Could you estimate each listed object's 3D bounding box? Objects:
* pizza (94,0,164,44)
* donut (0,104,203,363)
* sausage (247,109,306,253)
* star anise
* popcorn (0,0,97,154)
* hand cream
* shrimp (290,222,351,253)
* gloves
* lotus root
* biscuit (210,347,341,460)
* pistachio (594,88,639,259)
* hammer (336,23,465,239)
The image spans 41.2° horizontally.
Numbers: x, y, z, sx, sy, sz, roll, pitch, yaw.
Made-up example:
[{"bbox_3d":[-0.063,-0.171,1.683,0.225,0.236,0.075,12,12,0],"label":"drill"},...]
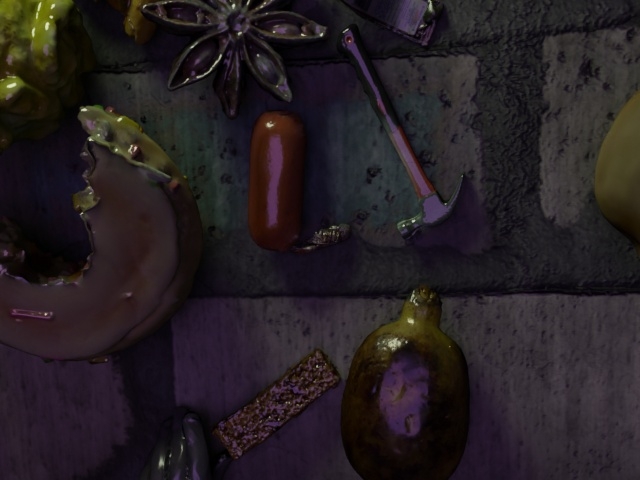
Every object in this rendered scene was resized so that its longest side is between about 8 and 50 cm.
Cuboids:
[{"bbox_3d":[-0.261,-0.437,1.104,0.258,0.087,0.268,39,116,-1],"label":"pizza"},{"bbox_3d":[-0.322,0.007,1.139,0.371,0.150,0.307,-31,112,13],"label":"donut"},{"bbox_3d":[-0.060,-0.080,1.149,0.077,0.077,0.194,5,96,10],"label":"sausage"},{"bbox_3d":[-0.116,-0.280,1.115,0.223,0.109,0.236,29,89,-17],"label":"star anise"},{"bbox_3d":[-0.441,-0.238,1.091,0.312,0.312,0.312,2,98,11],"label":"popcorn"},{"bbox_3d":[0.076,-0.310,1.100,0.163,0.039,0.062,21,98,-15],"label":"hand cream"},{"bbox_3d":[-0.003,0.001,1.166,0.092,0.038,0.029,-24,92,13],"label":"shrimp"},{"bbox_3d":[-0.206,0.381,1.237,0.142,0.119,0.285,5,97,-21],"label":"gloves"},{"bbox_3d":[0.112,0.215,1.122,0.170,0.141,0.314,5,98,6],"label":"lotus root"},{"bbox_3d":[-0.062,0.232,1.202,0.199,0.034,0.064,-37,91,6],"label":"biscuit"},{"bbox_3d":[0.531,-0.045,0.932,0.446,0.281,0.365,9,104,14],"label":"pistachio"},{"bbox_3d":[0.096,-0.150,1.129,0.111,0.033,0.287,-27,92,14],"label":"hammer"}]
